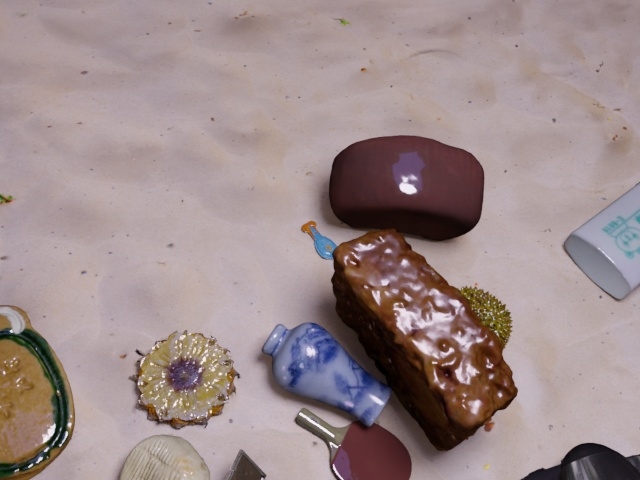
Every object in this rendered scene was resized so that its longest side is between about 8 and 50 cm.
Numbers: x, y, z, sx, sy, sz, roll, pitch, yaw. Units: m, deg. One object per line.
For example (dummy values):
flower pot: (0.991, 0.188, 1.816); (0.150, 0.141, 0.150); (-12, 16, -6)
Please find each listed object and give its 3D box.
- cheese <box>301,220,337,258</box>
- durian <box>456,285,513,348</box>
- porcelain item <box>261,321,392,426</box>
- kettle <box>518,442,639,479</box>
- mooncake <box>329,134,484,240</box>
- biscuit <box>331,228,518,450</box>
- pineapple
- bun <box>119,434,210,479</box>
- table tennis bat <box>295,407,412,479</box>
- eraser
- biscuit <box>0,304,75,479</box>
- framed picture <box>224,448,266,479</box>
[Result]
cheese: (0.000, 0.000, 1.576); (0.047, 0.017, 0.111); (-28, 67, -27)
durian: (0.325, 0.157, 1.466); (0.208, 0.102, 0.147); (10, 58, -28)
porcelain item: (0.009, 0.256, 1.355); (0.259, 0.141, 0.141); (33, 59, 2)
kettle: (0.519, 0.512, 1.277); (0.207, 0.250, 0.271); (18, 44, -35)
mooncake: (0.196, -0.110, 1.527); (0.325, 0.334, 0.174); (-2, 76, 24)
biscuit: (0.182, 0.182, 1.303); (0.166, 0.343, 0.395); (-32, 69, -14)
pineapple: (-0.266, 0.262, 1.350); (0.221, 0.047, 0.221); (4, 59, -6)
bun: (-0.259, 0.425, 1.198); (0.188, 0.111, 0.164); (15, 72, 39)
table tennis bat: (0.061, 0.401, 1.342); (0.246, 0.022, 0.138); (32, 58, 7)
eraser: (0.746, -0.008, 1.666); (0.290, 0.104, 0.189); (-31, 73, -25)
biscuit: (-0.614, 0.285, 1.267); (0.287, 0.057, 0.344); (-26, 66, -24)
framed picture: (-0.149, 0.457, 1.220); (0.011, 0.109, 0.149); (6, 52, 29)
